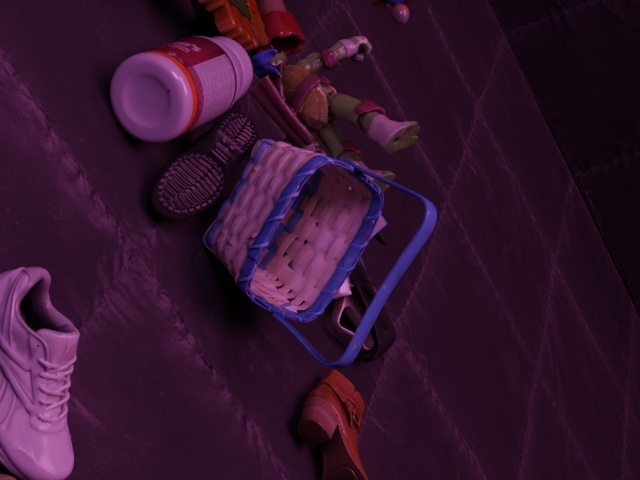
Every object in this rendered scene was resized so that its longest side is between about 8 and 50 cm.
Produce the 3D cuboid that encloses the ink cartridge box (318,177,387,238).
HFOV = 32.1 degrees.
[{"bbox_3d":[0.017,-0.064,1.812,0.061,0.181,0.104,-43,119,-13],"label":"ink cartridge box"}]

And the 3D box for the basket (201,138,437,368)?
[{"bbox_3d":[0.000,0.000,1.512,0.201,0.254,0.289,26,9,-47],"label":"basket"}]

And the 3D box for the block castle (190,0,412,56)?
[{"bbox_3d":[-0.054,-0.433,1.663,0.453,0.303,0.212,28,43,-66],"label":"block castle"}]

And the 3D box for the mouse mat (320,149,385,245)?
[{"bbox_3d":[0.042,-0.081,1.897,0.189,0.007,0.152,58,-5,-24],"label":"mouse mat"}]

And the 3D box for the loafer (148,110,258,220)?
[{"bbox_3d":[-0.166,-0.093,1.539,0.080,0.078,0.220,49,49,-8],"label":"loafer"}]

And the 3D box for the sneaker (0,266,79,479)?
[{"bbox_3d":[-0.289,0.134,1.123,0.090,0.115,0.232,-15,86,-63],"label":"sneaker"}]

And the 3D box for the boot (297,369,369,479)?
[{"bbox_3d":[0.041,0.301,1.673,0.197,0.073,0.152,65,24,-16],"label":"boot"}]

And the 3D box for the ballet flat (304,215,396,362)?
[{"bbox_3d":[0.039,0.085,1.788,0.280,0.095,0.096,57,45,-24],"label":"ballet flat"}]

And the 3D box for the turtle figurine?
[{"bbox_3d":[0.040,-0.197,1.691,0.266,0.198,0.275,46,1,27],"label":"turtle figurine"}]

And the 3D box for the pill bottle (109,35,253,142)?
[{"bbox_3d":[-0.185,-0.216,1.534,0.121,0.121,0.221,66,28,-9],"label":"pill bottle"}]

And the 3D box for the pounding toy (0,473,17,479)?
[{"bbox_3d":[-0.391,0.180,0.895,0.269,0.154,0.154,28,46,-28],"label":"pounding toy"}]
